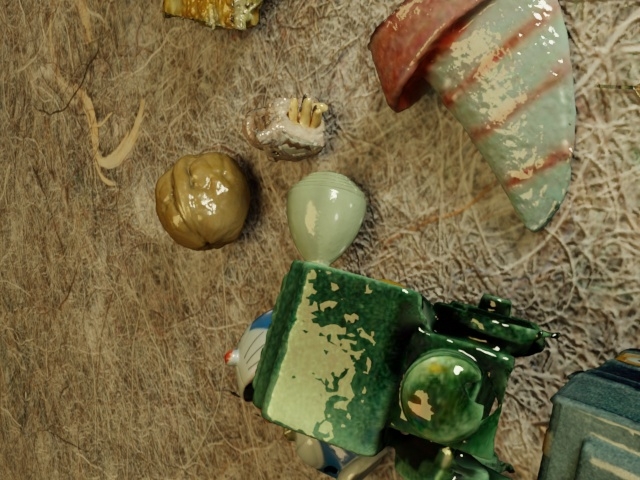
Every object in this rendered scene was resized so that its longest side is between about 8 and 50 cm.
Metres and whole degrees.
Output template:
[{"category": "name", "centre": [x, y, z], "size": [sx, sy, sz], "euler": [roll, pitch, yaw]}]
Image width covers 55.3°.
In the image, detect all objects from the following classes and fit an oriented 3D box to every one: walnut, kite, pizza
[{"category": "walnut", "centre": [-0.185, -0.061, 0.974], "size": [0.167, 0.149, 0.166], "euler": [-11, 60, 19]}, {"category": "kite", "centre": [0.304, -0.138, 0.578], "size": [0.078, 0.002, 0.044], "euler": [-10, 85, 43]}, {"category": "pizza", "centre": [-0.122, -0.433, 0.927], "size": [0.323, 0.089, 0.223], "euler": [-50, 62, 30]}]

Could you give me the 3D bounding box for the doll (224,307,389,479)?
[{"category": "doll", "centre": [-0.017, 0.211, 0.808], "size": [0.256, 0.161, 0.215], "euler": [55, 154, 24]}]

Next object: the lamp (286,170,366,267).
[{"category": "lamp", "centre": [0.000, 0.000, 0.790], "size": [0.106, 0.106, 0.192], "euler": [-7, 68, 45]}]

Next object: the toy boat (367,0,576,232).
[{"category": "toy boat", "centre": [0.188, -0.151, 0.648], "size": [0.206, 0.096, 0.282], "euler": [-35, 77, 24]}]

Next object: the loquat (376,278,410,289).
[{"category": "loquat", "centre": [0.076, 0.117, 0.735], "size": [0.137, 0.137, 0.113], "euler": [59, 162, 25]}]

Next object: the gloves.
[{"category": "gloves", "centre": [-0.050, -0.157, 0.864], "size": [0.144, 0.111, 0.094], "euler": [-144, 51, -70]}]

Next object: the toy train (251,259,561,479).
[{"category": "toy train", "centre": [0.074, 0.117, 0.544], "size": [0.238, 0.299, 0.166], "euler": [15, 84, 16]}]

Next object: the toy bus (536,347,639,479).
[{"category": "toy bus", "centre": [0.264, 0.270, 0.502], "size": [0.162, 0.194, 0.323], "euler": [18, 104, 44]}]
